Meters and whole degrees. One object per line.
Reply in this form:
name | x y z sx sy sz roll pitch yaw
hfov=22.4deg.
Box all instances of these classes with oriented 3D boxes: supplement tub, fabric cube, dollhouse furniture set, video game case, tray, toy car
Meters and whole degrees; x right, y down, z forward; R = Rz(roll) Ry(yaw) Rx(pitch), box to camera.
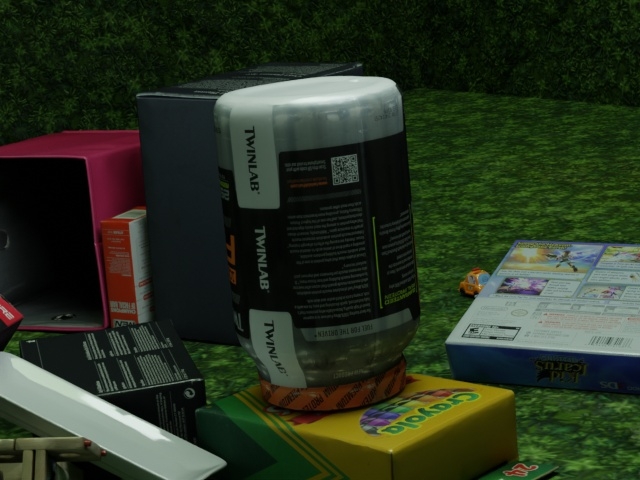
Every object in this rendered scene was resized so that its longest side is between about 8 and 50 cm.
supplement tub | 0.000 0.000 1.633 0.193 0.316 0.193 -5 11 1
fabric cube | -0.355 -0.021 2.400 0.254 0.259 0.258 1 12 29
dollhouse furniture set | -0.252 0.259 1.478 0.129 0.129 0.184 -2 -18 7
video game case | 0.320 0.088 1.935 0.269 0.061 0.244 2 32 29
tray | -0.233 0.184 1.593 0.270 0.030 0.145 25 8 11
toy car | 0.259 0.054 2.297 0.122 0.041 0.060 -9 13 -15

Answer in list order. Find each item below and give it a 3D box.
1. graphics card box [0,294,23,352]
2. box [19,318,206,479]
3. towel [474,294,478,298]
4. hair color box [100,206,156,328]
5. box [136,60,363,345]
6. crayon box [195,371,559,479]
graphics card box | -0.461 0.181 1.588 0.094 0.233 0.371 39 22 7
box | -0.236 0.176 1.807 0.184 0.103 0.261 -5 13 -12
towel | 0.361 0.091 2.107 0.209 0.034 0.285 -9 15 -26
hair color box | -0.255 0.044 2.261 0.053 0.167 0.093 2 15 28
box | -0.083 -0.062 2.263 0.179 0.343 0.312 5 15 32
crayon box | 0.055 0.200 1.630 0.318 0.081 0.202 6 17 41
